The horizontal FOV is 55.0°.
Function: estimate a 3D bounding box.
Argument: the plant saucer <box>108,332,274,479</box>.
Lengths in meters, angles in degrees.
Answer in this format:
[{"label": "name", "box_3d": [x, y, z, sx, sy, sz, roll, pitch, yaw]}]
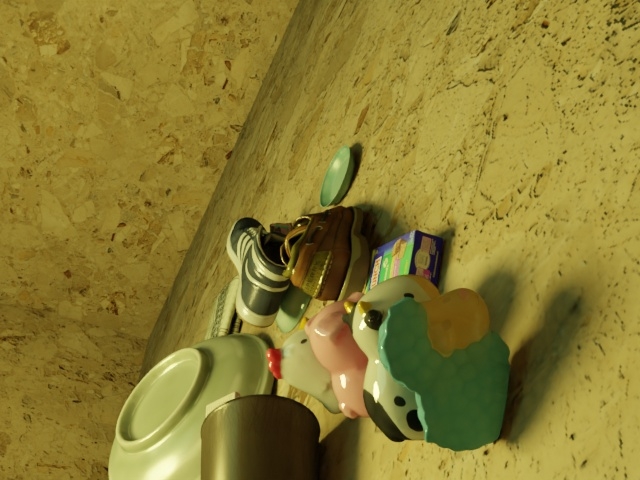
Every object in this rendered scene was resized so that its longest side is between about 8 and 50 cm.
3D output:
[{"label": "plant saucer", "box_3d": [-0.267, 0.312, 1.137, 0.401, 0.100, 0.400, -33, 27, 19]}]

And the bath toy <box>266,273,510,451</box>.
[{"label": "bath toy", "box_3d": [0.040, 0.117, 0.629, 0.348, 0.129, 0.151, 153, 128, -67]}]

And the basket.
[{"label": "basket", "box_3d": [-0.071, 0.333, 0.721, 0.204, 0.154, 0.226, 98, 171, -46]}]

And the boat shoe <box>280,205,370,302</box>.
[{"label": "boat shoe", "box_3d": [0.000, 0.000, 0.885, 0.307, 0.105, 0.110, -107, 33, -79]}]

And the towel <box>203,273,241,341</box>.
[{"label": "towel", "box_3d": [-0.271, 0.255, 1.573, 0.312, 0.056, 0.324, 144, 142, -61]}]

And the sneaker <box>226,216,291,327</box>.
[{"label": "sneaker", "box_3d": [-0.100, 0.009, 1.112, 0.282, 0.099, 0.153, -106, 33, -51]}]

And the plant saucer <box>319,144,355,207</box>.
[{"label": "plant saucer", "box_3d": [0.033, -0.111, 1.100, 0.119, 0.021, 0.119, -56, 22, 37]}]

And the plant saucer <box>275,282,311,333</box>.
[{"label": "plant saucer", "box_3d": [-0.055, 0.074, 1.142, 0.195, 0.038, 0.194, -161, 90, -74]}]

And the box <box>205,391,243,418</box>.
[{"label": "box", "box_3d": [-0.126, 0.372, 0.863, 0.067, 0.063, 0.323, -30, 39, 19]}]

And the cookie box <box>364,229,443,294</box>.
[{"label": "cookie box", "box_3d": [0.092, 0.046, 0.712, 0.107, 0.040, 0.091, 147, 139, -64]}]

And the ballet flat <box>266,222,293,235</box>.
[{"label": "ballet flat", "box_3d": [-0.123, 0.024, 1.333, 0.221, 0.079, 0.076, 130, 153, -49]}]
